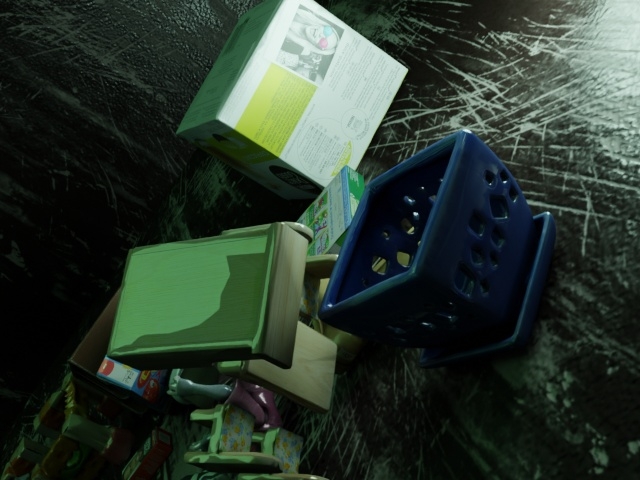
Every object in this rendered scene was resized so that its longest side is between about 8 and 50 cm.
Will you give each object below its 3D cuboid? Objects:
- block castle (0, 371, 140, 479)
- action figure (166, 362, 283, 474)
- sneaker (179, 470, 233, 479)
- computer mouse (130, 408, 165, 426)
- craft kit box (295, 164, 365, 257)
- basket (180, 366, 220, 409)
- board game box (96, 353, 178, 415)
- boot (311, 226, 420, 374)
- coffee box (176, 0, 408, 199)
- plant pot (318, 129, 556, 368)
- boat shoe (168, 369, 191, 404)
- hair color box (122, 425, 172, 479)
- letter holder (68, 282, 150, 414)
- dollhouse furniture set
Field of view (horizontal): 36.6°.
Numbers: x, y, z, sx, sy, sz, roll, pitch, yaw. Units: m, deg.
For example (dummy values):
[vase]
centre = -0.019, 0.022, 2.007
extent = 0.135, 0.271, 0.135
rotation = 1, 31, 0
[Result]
[block castle]
centre = -0.616, 0.573, 2.335
extent = 0.453, 0.212, 0.303
rotation = -56, 23, 9
[action figure]
centre = -0.124, 0.251, 1.702
extent = 0.248, 0.275, 0.370
rotation = 93, 164, -69
[sneaker]
centre = -0.248, 0.507, 1.722
extent = 0.235, 0.094, 0.153
rotation = -61, 18, -11
[computer mouse]
centre = -0.429, 0.414, 2.376
extent = 0.071, 0.041, 0.242
rotation = -61, 20, -14
[craft kit box]
centre = 0.000, 0.000, 1.973
extent = 0.246, 0.061, 0.250
rotation = -45, 22, 24
[basket]
centre = -0.179, 0.220, 1.916
extent = 0.227, 0.154, 0.204
rotation = -61, -4, 2
[board game box]
centre = -0.343, 0.211, 2.158
extent = 0.302, 0.086, 0.308
rotation = 67, -134, -69
[boot]
centre = 0.093, 0.067, 1.608
extent = 0.269, 0.089, 0.236
rotation = -48, 34, 27
[coffee box]
centre = -0.070, -0.314, 2.202
extent = 0.338, 0.334, 0.337
rotation = -63, 21, -10
[plant pot]
centre = 0.167, 0.032, 1.282
extent = 0.236, 0.212, 0.236
rotation = -28, 34, 55
[boat shoe]
centre = -0.244, 0.219, 2.103
extent = 0.119, 0.121, 0.335
rotation = -10, 37, 40
[hair color box]
centre = -0.387, 0.491, 2.151
extent = 0.141, 0.043, 0.072
rotation = -54, 20, 11
[letter holder]
centre = -0.424, 0.235, 2.315
extent = 0.302, 0.214, 0.152
rotation = -58, -3, -24
[dollhouse furniture set]
centre = -0.061, 0.140, 1.370
extent = 0.256, 0.394, 0.362
rotation = -7, 63, 32
